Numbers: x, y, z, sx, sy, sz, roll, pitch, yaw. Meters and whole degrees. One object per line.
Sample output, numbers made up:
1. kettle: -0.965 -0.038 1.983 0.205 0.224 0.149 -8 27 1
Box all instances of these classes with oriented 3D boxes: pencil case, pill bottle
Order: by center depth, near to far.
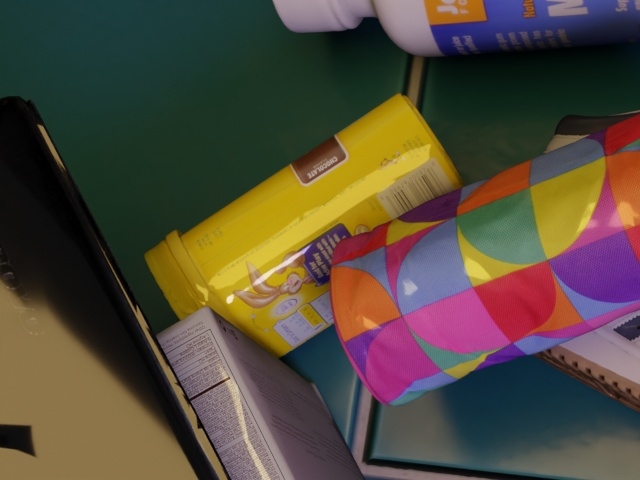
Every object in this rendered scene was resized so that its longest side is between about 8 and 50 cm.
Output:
1. pencil case: 0.122 0.008 0.987 0.236 0.104 0.104 -20 69 22
2. pill bottle: 0.109 -0.183 1.111 0.272 0.152 0.152 -3 73 15

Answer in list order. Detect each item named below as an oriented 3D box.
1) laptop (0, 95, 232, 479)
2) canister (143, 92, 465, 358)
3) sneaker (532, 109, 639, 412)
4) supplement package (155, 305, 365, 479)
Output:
1. laptop: -0.241 0.209 0.967 0.408 0.236 0.382 -44 70 46
2. canister: 0.000 0.000 1.103 0.170 0.126 0.073 -33 67 2
3. sneaker: 0.218 0.029 1.046 0.282 0.099 0.153 27 85 24
4. supplement package: -0.048 0.175 1.025 0.149 0.194 0.203 -31 67 7
